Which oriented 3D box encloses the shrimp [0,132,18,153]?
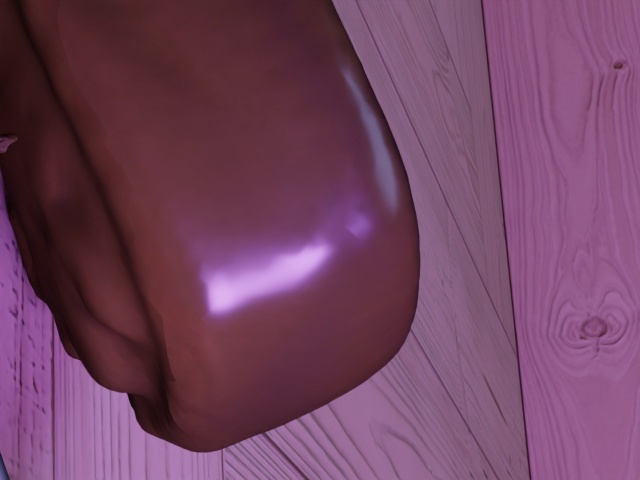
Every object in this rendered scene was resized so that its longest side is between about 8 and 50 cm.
[{"bbox_3d":[-0.135,0.003,0.542,0.217,0.051,0.115,-67,153,-71],"label":"shrimp"}]

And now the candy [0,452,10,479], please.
[{"bbox_3d":[-0.091,0.095,0.557,0.091,0.083,0.305,36,-32,44],"label":"candy"}]

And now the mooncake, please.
[{"bbox_3d":[-0.053,-0.030,0.688,0.235,0.117,0.235,161,-90,-78],"label":"mooncake"}]
